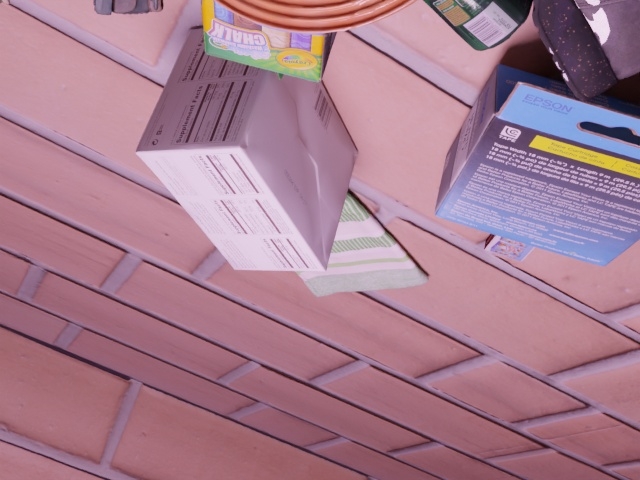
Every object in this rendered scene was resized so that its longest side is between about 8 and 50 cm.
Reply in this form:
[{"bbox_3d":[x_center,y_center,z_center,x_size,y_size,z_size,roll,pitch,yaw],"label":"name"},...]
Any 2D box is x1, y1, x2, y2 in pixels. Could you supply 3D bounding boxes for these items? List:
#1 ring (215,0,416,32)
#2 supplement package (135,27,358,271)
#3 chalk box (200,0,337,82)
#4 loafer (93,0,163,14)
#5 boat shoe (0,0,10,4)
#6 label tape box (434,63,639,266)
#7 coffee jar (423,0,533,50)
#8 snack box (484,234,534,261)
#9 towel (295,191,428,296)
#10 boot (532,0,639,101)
[{"bbox_3d":[-0.009,-0.333,0.611,0.336,0.032,0.337,9,115,21],"label":"ring"},{"bbox_3d":[-0.079,-0.113,1.013,0.145,0.204,0.262,1,147,25],"label":"supplement package"},{"bbox_3d":[-0.042,-0.261,0.814,0.132,0.133,0.213,15,150,3],"label":"chalk box"},{"bbox_3d":[-0.188,-0.329,0.837,0.084,0.096,0.267,4,162,-20],"label":"loafer"},{"bbox_3d":[-0.288,-0.273,0.711,0.355,0.130,0.132,17,175,41],"label":"boat shoe"},{"bbox_3d":[0.291,-0.100,0.910,0.240,0.106,0.334,16,158,0],"label":"label tape box"},{"bbox_3d":[0.116,-0.270,0.753,0.184,0.096,0.079,32,147,-25],"label":"coffee jar"},{"bbox_3d":[0.301,-0.023,1.160,0.064,0.022,0.178,17,151,-3],"label":"snack box"},{"bbox_3d":[0.000,0.000,1.341,0.247,0.038,0.325,-8,143,36],"label":"towel"},{"bbox_3d":[0.243,-0.297,0.643,0.222,0.118,0.338,-27,119,28],"label":"boot"}]
